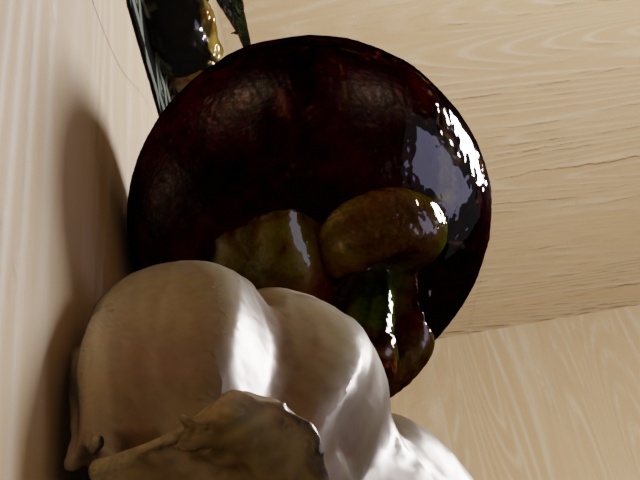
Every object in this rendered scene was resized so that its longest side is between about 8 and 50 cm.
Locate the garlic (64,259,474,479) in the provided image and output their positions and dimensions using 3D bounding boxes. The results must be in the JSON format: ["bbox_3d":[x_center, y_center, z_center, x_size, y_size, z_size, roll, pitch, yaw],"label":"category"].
[{"bbox_3d":[-0.040,0.132,0.591,0.237,0.210,0.292,46,3,1],"label":"garlic"}]

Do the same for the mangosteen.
[{"bbox_3d":[0.000,0.000,0.787,0.265,0.228,0.228,-118,-164,-58],"label":"mangosteen"}]

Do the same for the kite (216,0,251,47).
[{"bbox_3d":[-0.123,-0.299,1.407,0.241,0.014,0.183,60,-25,7],"label":"kite"}]

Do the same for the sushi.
[{"bbox_3d":[-0.130,-0.236,1.271,0.343,0.064,0.359,81,-2,-55],"label":"sushi"}]
